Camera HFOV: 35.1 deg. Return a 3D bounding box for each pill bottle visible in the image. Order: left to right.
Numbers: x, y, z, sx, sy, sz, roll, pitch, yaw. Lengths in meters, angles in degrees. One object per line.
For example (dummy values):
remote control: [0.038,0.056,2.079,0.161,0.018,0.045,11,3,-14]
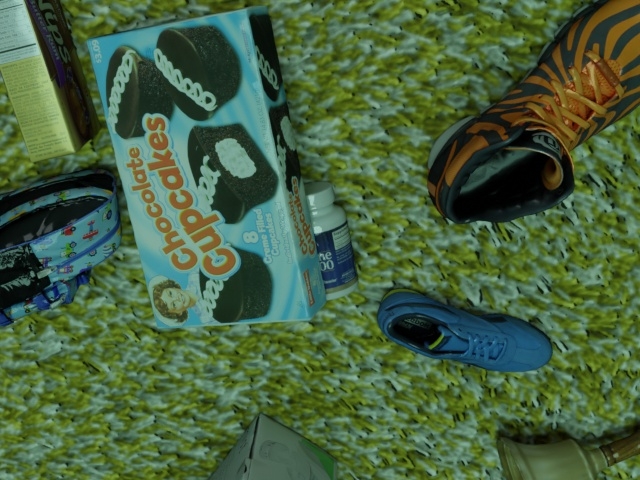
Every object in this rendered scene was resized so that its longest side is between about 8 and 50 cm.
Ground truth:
pill bottle: [0.000,0.000,1.109,0.067,0.067,0.120,-10,108,6]

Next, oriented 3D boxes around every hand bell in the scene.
hand bell: [0.341,0.248,1.178,0.242,0.126,0.126,-20,108,-4]

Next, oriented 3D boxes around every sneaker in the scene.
sneaker: [0.163,0.115,1.136,0.209,0.082,0.069,17,107,-5]
sneaker: [0.245,-0.119,0.996,0.124,0.180,0.321,44,106,-12]

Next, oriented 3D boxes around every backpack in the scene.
backpack: [-0.288,-0.002,1.084,0.173,0.158,0.117,-21,116,-2]

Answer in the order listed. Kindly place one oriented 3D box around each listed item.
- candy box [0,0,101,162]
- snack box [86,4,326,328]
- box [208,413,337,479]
candy box: [-0.288,-0.185,1.037,0.053,0.109,0.187,-11,108,6]
snack box: [-0.116,-0.069,1.059,0.187,0.060,0.322,-5,106,23]
box: [-0.094,0.365,1.140,0.126,0.262,0.231,34,107,-10]
